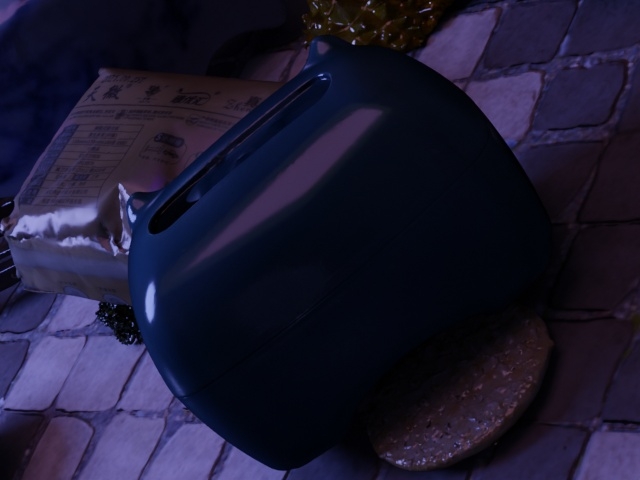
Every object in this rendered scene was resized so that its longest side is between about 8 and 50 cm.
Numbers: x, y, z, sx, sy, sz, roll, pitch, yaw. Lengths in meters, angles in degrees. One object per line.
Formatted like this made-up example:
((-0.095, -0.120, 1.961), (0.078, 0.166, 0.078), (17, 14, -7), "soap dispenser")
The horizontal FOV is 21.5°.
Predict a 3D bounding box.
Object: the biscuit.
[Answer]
((0.094, 0.099, 1.161), (0.152, 0.020, 0.152), (-31, 32, 22), "biscuit")

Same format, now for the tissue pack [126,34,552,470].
((0.000, 0.000, 1.182), (0.287, 0.206, 0.198), (-40, 20, 10), "tissue pack")

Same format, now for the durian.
((0.058, -0.223, 1.497), (0.224, 0.078, 0.140), (-13, 45, 41), "durian")

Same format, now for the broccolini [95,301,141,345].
((-0.128, -0.012, 1.507), (0.239, 0.051, 0.054), (-61, -8, -26), "broccolini")

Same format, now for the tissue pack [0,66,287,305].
((-0.123, -0.046, 1.417), (0.257, 0.123, 0.215), (10, 55, 31), "tissue pack")

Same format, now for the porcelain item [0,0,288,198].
((-0.245, -0.184, 1.593), (0.405, 0.242, 0.178), (-32, 35, -11), "porcelain item")

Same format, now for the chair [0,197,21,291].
((-0.492, -0.009, 1.694), (0.416, 0.240, 0.203), (-29, 25, 24), "chair")
